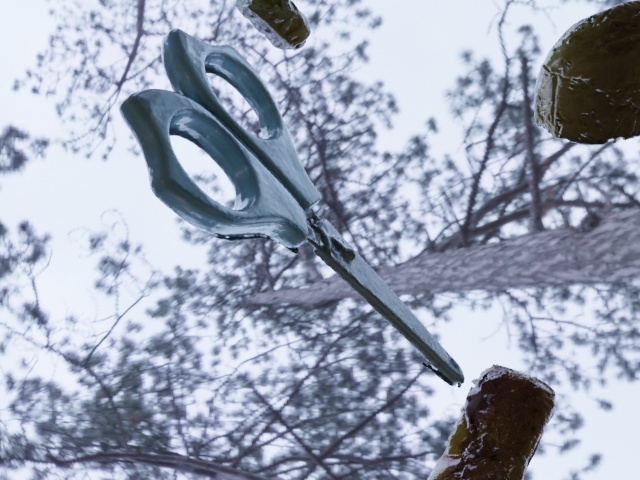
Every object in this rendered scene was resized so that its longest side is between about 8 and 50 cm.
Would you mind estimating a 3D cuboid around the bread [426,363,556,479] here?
[{"bbox_3d":[0.245,0.313,1.404,0.139,0.077,0.271,19,-118,29],"label":"bread"}]

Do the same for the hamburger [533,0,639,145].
[{"bbox_3d":[0.487,-0.284,1.497,0.308,0.132,0.211,-13,-53,1],"label":"hamburger"}]

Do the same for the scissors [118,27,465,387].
[{"bbox_3d":[-0.001,0.001,0.699,0.360,0.029,0.191,47,-151,-25],"label":"scissors"}]

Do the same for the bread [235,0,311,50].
[{"bbox_3d":[-0.060,-0.309,1.325,0.110,0.066,0.060,40,-145,-36],"label":"bread"}]
